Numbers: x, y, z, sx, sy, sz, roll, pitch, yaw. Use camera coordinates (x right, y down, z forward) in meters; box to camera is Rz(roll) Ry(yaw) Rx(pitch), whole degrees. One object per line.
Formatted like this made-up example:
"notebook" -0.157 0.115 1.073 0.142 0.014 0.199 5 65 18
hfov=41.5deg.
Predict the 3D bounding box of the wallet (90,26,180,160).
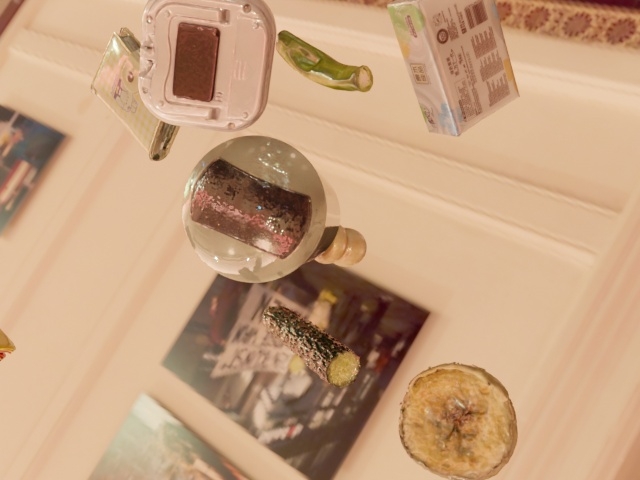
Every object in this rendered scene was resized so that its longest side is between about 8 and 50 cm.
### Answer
"wallet" -0.469 -0.378 2.169 0.077 0.223 0.309 -16 -126 -45

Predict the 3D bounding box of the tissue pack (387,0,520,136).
"tissue pack" 0.204 -0.310 1.386 0.145 0.159 0.229 14 133 55

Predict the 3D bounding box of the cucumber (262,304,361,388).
"cucumber" -0.039 0.239 2.002 0.096 0.096 0.359 35 175 -34

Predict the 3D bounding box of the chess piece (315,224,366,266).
"chess piece" 0.000 0.000 2.107 0.261 0.142 0.143 13 -174 -39

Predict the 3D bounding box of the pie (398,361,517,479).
"pie" 0.301 0.405 1.874 0.274 0.274 0.055 29 -176 20

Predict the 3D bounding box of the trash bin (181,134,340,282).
"trash bin" -0.105 -0.060 1.745 0.280 0.280 0.432 30 -175 7

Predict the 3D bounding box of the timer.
"timer" -0.204 -0.323 1.514 0.237 0.262 0.087 6 -154 -7

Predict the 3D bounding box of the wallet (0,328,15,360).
"wallet" -0.812 0.177 1.917 0.241 0.067 0.141 46 177 8

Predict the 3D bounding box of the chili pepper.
"chili pepper" 0.003 -0.258 1.253 0.050 0.052 0.202 18 -168 -48
